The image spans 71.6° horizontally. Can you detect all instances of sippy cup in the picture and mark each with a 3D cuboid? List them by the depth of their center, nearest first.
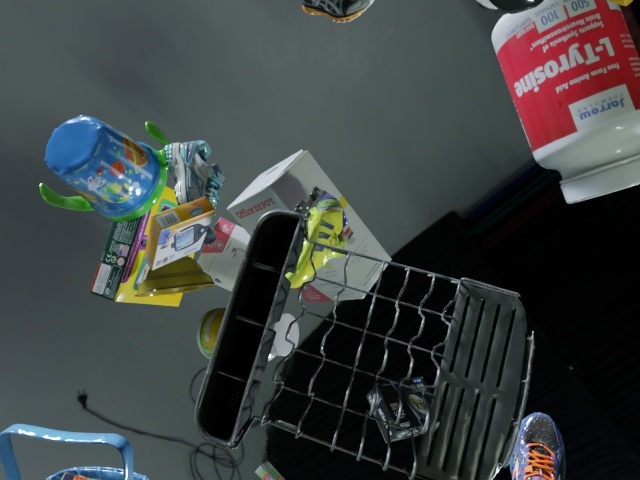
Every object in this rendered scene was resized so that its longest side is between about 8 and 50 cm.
[{"bbox_3d":[-0.558,-0.193,1.141,0.240,0.306,0.224,25,-9,21],"label":"sippy cup"}]

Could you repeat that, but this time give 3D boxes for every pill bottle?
[{"bbox_3d":[0.527,-0.294,0.908,0.229,0.229,0.408,-10,80,-70],"label":"pill bottle"},{"bbox_3d":[-0.181,0.235,1.116,0.136,0.245,0.136,16,70,-54],"label":"pill bottle"}]

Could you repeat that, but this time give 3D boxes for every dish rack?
[{"bbox_3d":[0.049,0.105,0.398,0.271,0.208,0.074,15,-8,9],"label":"dish rack"}]

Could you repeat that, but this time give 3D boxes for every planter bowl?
[{"bbox_3d":[-0.400,0.095,1.220,0.217,0.217,0.090,7,73,-65],"label":"planter bowl"}]

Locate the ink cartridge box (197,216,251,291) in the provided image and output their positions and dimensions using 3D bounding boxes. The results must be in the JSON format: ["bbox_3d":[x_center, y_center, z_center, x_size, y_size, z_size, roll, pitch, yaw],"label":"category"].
[{"bbox_3d":[-0.285,0.077,1.609,0.283,0.207,0.117,26,22,-10],"label":"ink cartridge box"}]

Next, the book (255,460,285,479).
[{"bbox_3d":[-0.097,0.613,1.093,0.144,0.035,0.096,38,-17,17],"label":"book"}]

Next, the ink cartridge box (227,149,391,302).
[{"bbox_3d":[-0.038,-0.020,1.225,0.385,0.279,0.160,51,59,-16],"label":"ink cartridge box"}]

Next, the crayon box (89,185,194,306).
[{"bbox_3d":[-0.522,0.015,1.405,0.106,0.363,0.313,14,-7,17],"label":"crayon box"}]

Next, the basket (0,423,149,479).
[{"bbox_3d":[-0.445,0.471,0.792,0.201,0.254,0.289,-48,138,-70],"label":"basket"}]

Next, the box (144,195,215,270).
[{"bbox_3d":[-0.203,-0.004,0.630,0.081,0.136,0.028,-27,74,-35],"label":"box"}]

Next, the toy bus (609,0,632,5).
[{"bbox_3d":[0.207,-0.286,0.383,0.191,0.104,0.202,43,-8,-18],"label":"toy bus"}]

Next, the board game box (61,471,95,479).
[{"bbox_3d":[-0.276,0.368,0.524,0.170,0.048,0.141,81,22,-52],"label":"board game box"}]

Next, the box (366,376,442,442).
[{"bbox_3d":[0.250,0.496,1.311,0.180,0.078,0.147,3,43,-29],"label":"box"}]

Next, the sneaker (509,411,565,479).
[{"bbox_3d":[0.309,0.352,0.627,0.087,0.083,0.221,80,28,-53],"label":"sneaker"}]

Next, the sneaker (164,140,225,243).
[{"bbox_3d":[-0.288,-0.130,1.078,0.110,0.122,0.283,91,-21,-72],"label":"sneaker"}]

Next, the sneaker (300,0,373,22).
[{"bbox_3d":[0.025,-0.527,0.943,0.214,0.084,0.083,26,-17,36],"label":"sneaker"}]

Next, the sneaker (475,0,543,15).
[{"bbox_3d":[0.109,-0.283,0.251,0.124,0.107,0.283,6,-49,53],"label":"sneaker"}]

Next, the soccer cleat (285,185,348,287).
[{"bbox_3d":[0.001,-0.001,0.766,0.121,0.093,0.289,42,26,-13],"label":"soccer cleat"}]
